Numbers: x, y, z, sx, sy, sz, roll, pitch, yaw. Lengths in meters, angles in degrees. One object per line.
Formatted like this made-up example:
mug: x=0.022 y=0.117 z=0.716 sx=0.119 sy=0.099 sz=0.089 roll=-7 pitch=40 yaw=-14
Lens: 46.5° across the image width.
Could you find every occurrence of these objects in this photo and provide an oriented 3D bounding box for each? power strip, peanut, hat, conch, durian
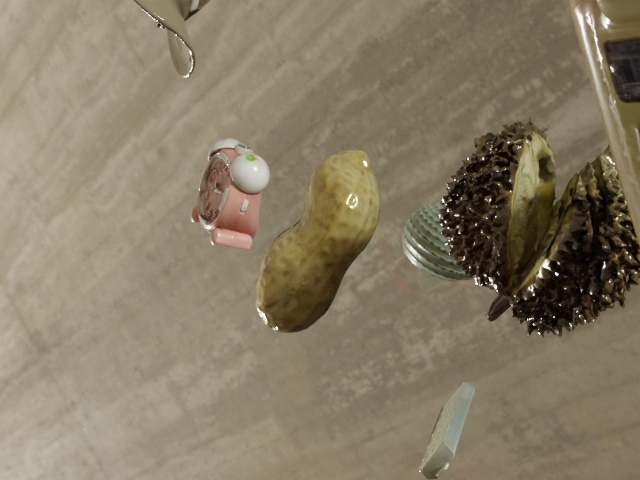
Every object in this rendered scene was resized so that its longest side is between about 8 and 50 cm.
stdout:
power strip: x=0.193 y=0.272 z=1.103 sx=0.060 sy=0.027 sz=0.252 roll=-56 pitch=-7 yaw=22
peanut: x=0.000 y=0.000 z=0.853 sx=0.229 sy=0.103 sz=0.098 roll=-59 pitch=-22 yaw=-1
hat: x=-0.147 y=-0.279 z=0.816 sx=0.144 sy=0.173 sz=0.166 roll=-41 pitch=-30 yaw=-11
conch: x=0.229 y=-0.002 z=1.403 sx=0.131 sy=0.172 sz=0.200 roll=-19 pitch=-35 yaw=-18
durian: x=0.192 y=-0.003 z=0.662 sx=0.167 sy=0.196 sz=0.196 roll=-16 pitch=-14 yaw=-47

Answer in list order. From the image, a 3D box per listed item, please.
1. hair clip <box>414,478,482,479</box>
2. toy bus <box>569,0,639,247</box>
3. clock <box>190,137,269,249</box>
hair clip: x=0.036 y=0.321 z=0.434 sx=0.318 sy=0.391 sz=0.239 roll=-80 pitch=-1 yaw=-52
toy bus: x=0.233 y=-0.072 z=0.403 sx=0.139 sy=0.290 sz=0.157 roll=5 pitch=49 yaw=41
clock: x=-0.143 y=-0.083 z=1.249 sx=0.092 sy=0.162 sz=0.166 roll=8 pitch=17 yaw=-30
